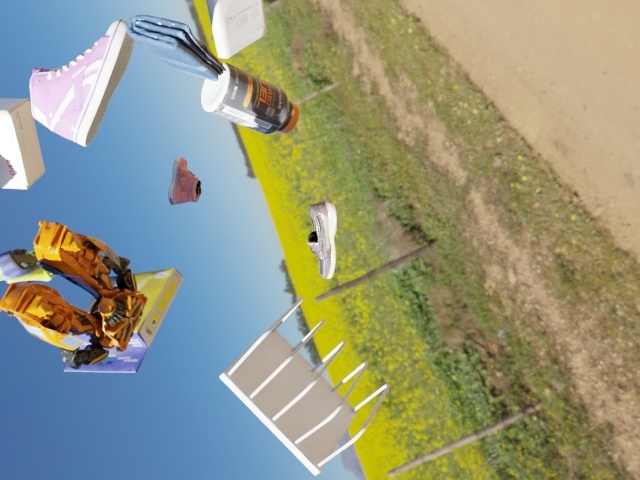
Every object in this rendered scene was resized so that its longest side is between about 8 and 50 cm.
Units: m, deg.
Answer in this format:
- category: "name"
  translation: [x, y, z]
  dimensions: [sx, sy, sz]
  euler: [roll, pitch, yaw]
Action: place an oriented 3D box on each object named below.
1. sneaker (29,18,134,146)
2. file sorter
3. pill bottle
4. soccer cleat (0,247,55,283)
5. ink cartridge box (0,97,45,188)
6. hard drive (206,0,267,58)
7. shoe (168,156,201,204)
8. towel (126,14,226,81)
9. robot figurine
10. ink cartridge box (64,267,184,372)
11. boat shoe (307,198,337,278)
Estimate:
- category: "sneaker"
  translation: [-0.509, -0.358, 1.122]
  dimensions: [0.161, 0.282, 0.102]
  euler: [28, -176, -10]
- category: "file sorter"
  translation: [-0.021, 0.288, 1.109]
  dimensions: [0.277, 0.173, 0.193]
  euler: [45, -144, 4]
- category: "pill bottle"
  translation: [-0.173, -0.356, 1.391]
  dimensions: [0.245, 0.130, 0.131]
  euler: [14, -139, -41]
- category: "soccer cleat"
  translation: [-0.922, 0.087, 1.656]
  dimensions: [0.094, 0.121, 0.289]
  euler: [60, 172, 6]
- category: "ink cartridge box"
  translation: [-0.847, -0.240, 1.309]
  dimensions: [0.115, 0.272, 0.199]
  euler: [-92, 5, -60]
- category: "hard drive"
  translation: [-0.232, -0.677, 1.437]
  dimensions: [0.040, 0.203, 0.308]
  euler: [18, 137, 25]
- category: "shoe"
  translation: [-0.379, -0.172, 1.531]
  dimensions: [0.064, 0.081, 0.178]
  euler: [87, 180, -49]
- category: "towel"
  translation: [-0.151, -0.205, 0.574]
  dimensions: [0.119, 0.067, 0.029]
  euler: [-7, -65, -80]
- category: "robot figurine"
  translation: [-0.386, 0.100, 0.889]
  dimensions: [0.291, 0.084, 0.211]
  euler: [67, -143, -62]
- category: "ink cartridge box"
  translation: [-0.576, 0.225, 1.537]
  dimensions: [0.072, 0.303, 0.307]
  euler: [59, -144, -36]
- category: "boat shoe"
  translation: [0.000, 0.000, 1.766]
  dimensions: [0.103, 0.092, 0.285]
  euler: [-117, 25, -56]
